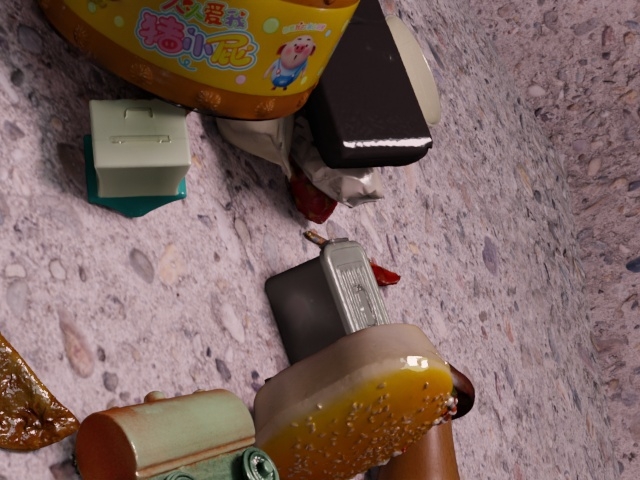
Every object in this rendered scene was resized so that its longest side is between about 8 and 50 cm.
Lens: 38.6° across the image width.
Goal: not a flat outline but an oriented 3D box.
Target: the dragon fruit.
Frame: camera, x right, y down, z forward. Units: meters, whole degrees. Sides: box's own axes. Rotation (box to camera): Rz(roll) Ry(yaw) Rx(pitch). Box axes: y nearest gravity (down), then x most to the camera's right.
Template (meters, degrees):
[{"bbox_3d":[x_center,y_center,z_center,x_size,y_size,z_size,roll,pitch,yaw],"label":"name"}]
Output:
[{"bbox_3d":[-0.029,-0.120,1.624,0.191,0.094,0.094,59,27,-5],"label":"dragon fruit"}]

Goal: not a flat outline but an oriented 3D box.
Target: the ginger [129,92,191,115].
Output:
[{"bbox_3d":[-0.174,-0.249,1.373,0.333,0.081,0.148,-28,61,-36],"label":"ginger"}]

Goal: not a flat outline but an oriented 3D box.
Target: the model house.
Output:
[{"bbox_3d":[-0.236,-0.103,1.172,0.127,0.149,0.101,-2,64,-17],"label":"model house"}]

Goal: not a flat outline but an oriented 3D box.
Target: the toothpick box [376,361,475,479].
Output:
[{"bbox_3d":[0.169,0.340,1.549,0.192,0.192,0.294,42,41,-43],"label":"toothpick box"}]

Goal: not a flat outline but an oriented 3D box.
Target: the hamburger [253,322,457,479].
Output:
[{"bbox_3d":[0.045,0.235,1.268,0.227,0.295,0.151,38,28,-56],"label":"hamburger"}]

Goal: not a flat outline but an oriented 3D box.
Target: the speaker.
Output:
[{"bbox_3d":[0.023,-0.267,1.514,0.180,0.184,0.388,-5,64,-26],"label":"speaker"}]

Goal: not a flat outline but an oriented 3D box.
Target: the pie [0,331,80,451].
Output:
[{"bbox_3d":[-0.325,0.144,0.914,0.191,0.033,0.088,60,42,-20],"label":"pie"}]

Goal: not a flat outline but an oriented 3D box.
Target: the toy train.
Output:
[{"bbox_3d":[-0.163,0.256,1.065,0.285,0.116,0.177,3,56,-61],"label":"toy train"}]

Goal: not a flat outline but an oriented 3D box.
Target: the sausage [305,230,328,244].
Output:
[{"bbox_3d":[0.000,0.000,1.669,0.100,0.015,0.015,28,47,-53],"label":"sausage"}]

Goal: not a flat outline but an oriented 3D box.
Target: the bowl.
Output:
[{"bbox_3d":[0.158,-0.365,2.105,0.277,0.145,0.277,43,35,-40],"label":"bowl"}]

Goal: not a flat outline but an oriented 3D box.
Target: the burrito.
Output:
[{"bbox_3d":[-0.028,-0.239,1.616,0.139,0.101,0.446,-8,56,-30],"label":"burrito"}]

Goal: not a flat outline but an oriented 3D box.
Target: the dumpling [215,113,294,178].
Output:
[{"bbox_3d":[-0.105,-0.196,1.500,0.126,0.215,0.166,-56,161,-19],"label":"dumpling"}]

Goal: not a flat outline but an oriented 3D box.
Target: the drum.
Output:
[{"bbox_3d":[-0.152,-0.367,1.219,0.431,0.214,0.431,21,34,-15],"label":"drum"}]

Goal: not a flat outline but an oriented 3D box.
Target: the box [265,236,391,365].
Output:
[{"bbox_3d":[0.020,0.129,1.475,0.163,0.135,0.243,-11,80,-65],"label":"box"}]

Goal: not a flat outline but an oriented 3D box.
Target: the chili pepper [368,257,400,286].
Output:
[{"bbox_3d":[0.093,0.059,1.773,0.268,0.059,0.051,26,87,-58],"label":"chili pepper"}]
